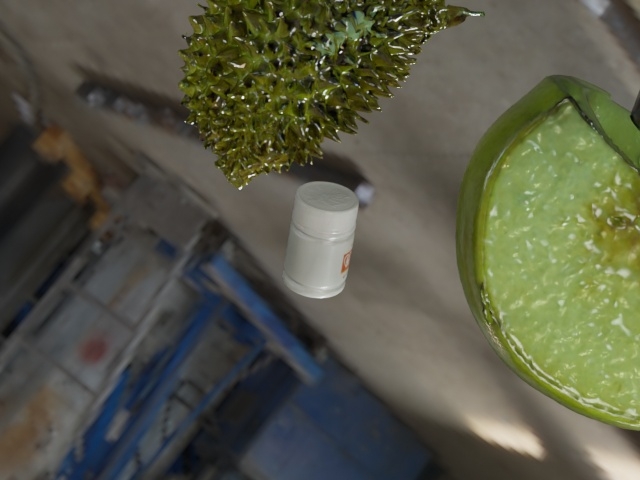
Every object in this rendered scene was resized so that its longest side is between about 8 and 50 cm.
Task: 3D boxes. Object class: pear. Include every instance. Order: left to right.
[{"bbox_3d":[0.260,0.008,1.526,0.342,0.238,0.318,45,-167,-9],"label":"pear"}]

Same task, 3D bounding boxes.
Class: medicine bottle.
[{"bbox_3d":[0.000,0.000,1.367,0.057,0.057,0.089,28,125,30],"label":"medicine bottle"}]

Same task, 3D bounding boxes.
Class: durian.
[{"bbox_3d":[0.005,-0.141,1.035,0.137,0.220,0.095,56,158,-13],"label":"durian"}]

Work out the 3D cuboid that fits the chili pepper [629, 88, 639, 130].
[{"bbox_3d":[0.342,-0.136,1.094,0.261,0.174,0.165,-29,94,44],"label":"chili pepper"}]
